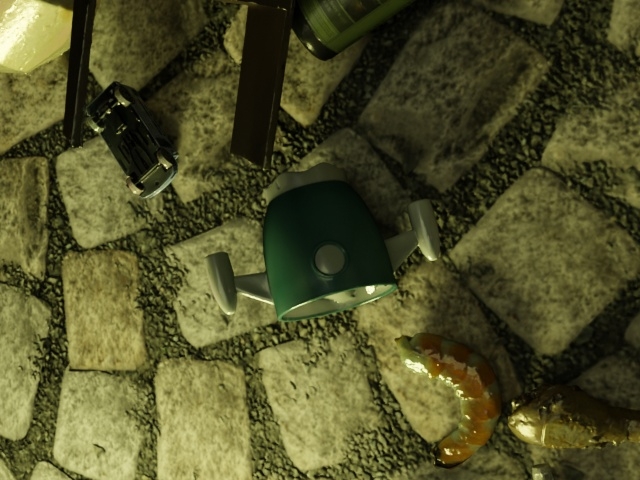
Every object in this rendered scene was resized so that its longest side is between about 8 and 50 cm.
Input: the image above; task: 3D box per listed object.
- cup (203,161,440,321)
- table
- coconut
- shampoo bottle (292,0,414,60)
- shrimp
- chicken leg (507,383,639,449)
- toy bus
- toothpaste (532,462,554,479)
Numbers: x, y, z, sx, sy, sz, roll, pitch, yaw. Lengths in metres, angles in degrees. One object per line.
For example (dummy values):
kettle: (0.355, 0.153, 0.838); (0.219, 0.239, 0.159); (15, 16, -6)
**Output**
cup: (0.000, 0.000, 1.190); (0.300, 0.167, 0.173); (-15, 77, -4)
table: (-0.181, -0.249, 1.167); (0.251, 0.196, 0.282); (4, 100, -22)
coconut: (-0.419, -0.355, 1.299); (0.241, 0.241, 0.241); (2, 94, 22)
shampoo bottle: (0.090, -0.338, 1.157); (0.284, 0.101, 0.101); (-31, 82, 21)
shrimp: (0.151, 0.206, 1.204); (0.161, 0.049, 0.166); (25, 110, 17)
chicken leg: (0.326, 0.217, 1.120); (0.198, 0.069, 0.085); (6, 97, 15)
toy bus: (-0.256, -0.141, 1.324); (0.073, 0.076, 0.167); (-38, 78, 18)
toothpaste: (0.302, 0.397, 1.152); (0.078, 0.047, 0.248); (-14, 90, 24)
